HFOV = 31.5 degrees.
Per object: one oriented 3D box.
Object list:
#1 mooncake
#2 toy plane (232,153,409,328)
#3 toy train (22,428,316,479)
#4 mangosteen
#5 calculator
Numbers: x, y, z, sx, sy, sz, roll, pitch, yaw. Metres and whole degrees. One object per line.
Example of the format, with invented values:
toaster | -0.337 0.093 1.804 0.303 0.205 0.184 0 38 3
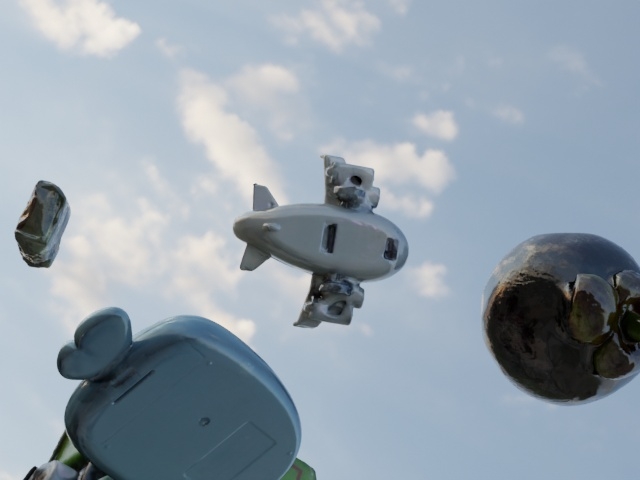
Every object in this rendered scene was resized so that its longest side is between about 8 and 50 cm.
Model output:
mooncake | -0.478 -0.028 1.955 0.073 0.130 0.125 18 -25 -2
toy plane | 0.000 0.000 1.560 0.244 0.245 0.117 44 -9 -1
toy train | -0.166 0.296 1.245 0.307 0.249 0.173 35 -42 -16
mangosteen | 0.384 0.117 1.643 0.302 0.275 0.275 7 -48 56
calculator | -0.136 0.169 1.105 0.302 0.188 0.042 45 9 -40
